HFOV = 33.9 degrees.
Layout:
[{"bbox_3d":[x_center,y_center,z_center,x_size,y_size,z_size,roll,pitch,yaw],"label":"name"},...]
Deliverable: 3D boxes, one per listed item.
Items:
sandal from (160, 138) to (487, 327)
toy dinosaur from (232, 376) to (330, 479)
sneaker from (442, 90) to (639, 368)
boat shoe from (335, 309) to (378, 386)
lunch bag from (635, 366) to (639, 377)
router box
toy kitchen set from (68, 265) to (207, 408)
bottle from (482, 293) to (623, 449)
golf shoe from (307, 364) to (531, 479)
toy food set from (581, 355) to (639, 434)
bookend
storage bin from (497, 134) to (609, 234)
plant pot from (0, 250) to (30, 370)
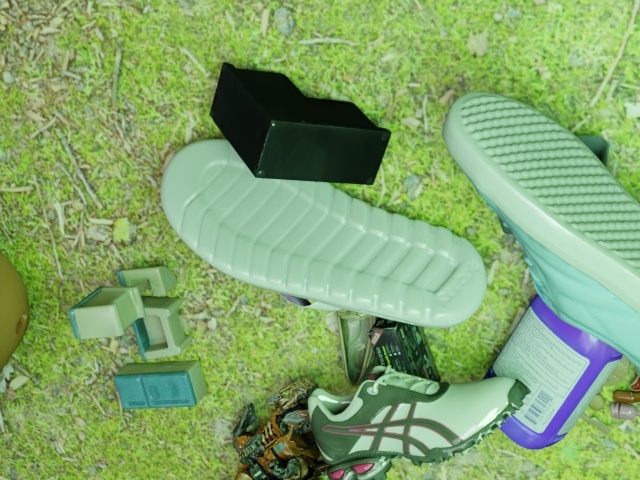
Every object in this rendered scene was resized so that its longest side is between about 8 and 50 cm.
[{"bbox_3d":[-0.007,0.013,1.274,0.416,0.169,0.102,24,157,10],"label":"sandal"},{"bbox_3d":[-0.040,0.339,1.427,0.218,0.164,0.322,33,138,21],"label":"toy dinosaur"},{"bbox_3d":[0.245,0.012,1.058,0.366,0.135,0.150,43,137,3],"label":"sneaker"},{"bbox_3d":[0.046,0.109,1.328,0.056,0.048,0.153,7,113,18],"label":"boat shoe"},{"bbox_3d":[0.492,0.107,1.097,0.287,0.169,0.235,30,123,16],"label":"lunch bag"},{"bbox_3d":[0.105,0.144,1.296,0.038,0.092,0.122,-13,105,24],"label":"router box"},{"bbox_3d":[-0.261,0.152,1.394,0.122,0.166,0.207,-6,108,22],"label":"toy kitchen set"},{"bbox_3d":[0.289,0.107,1.204,0.118,0.092,0.282,45,123,33],"label":"bottle"},{"bbox_3d":[0.104,0.198,1.210,0.273,0.105,0.120,-25,94,26],"label":"golf shoe"},{"bbox_3d":[0.356,0.179,1.250,0.078,0.019,0.122,34,131,0],"label":"toy food set"},{"bbox_3d":[-0.027,-0.137,1.231,0.157,0.156,0.072,52,132,47],"label":"bookend"},{"bbox_3d":[0.252,-0.059,1.167,0.135,0.098,0.091,1,139,20],"label":"storage bin"},{"bbox_3d":[-0.545,0.113,1.464,0.291,0.203,0.290,8,114,18],"label":"plant pot"}]
